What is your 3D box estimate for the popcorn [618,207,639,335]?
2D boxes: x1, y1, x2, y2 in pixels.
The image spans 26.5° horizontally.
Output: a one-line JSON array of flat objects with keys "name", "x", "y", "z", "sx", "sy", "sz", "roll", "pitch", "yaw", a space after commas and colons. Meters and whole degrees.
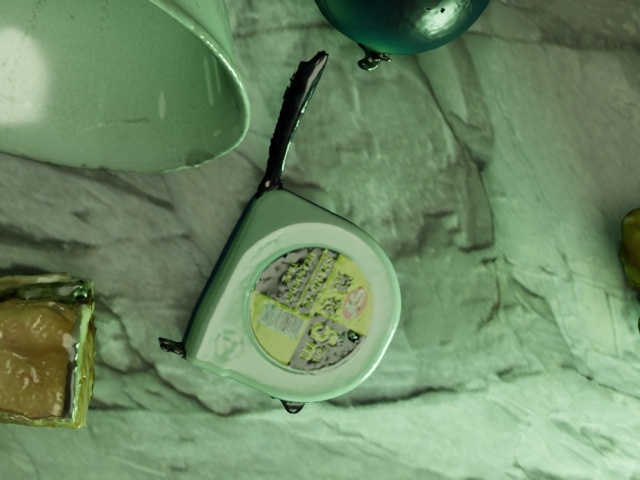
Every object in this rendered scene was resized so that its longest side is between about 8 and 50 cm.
[{"name": "popcorn", "x": 0.437, "y": 0.047, "z": 1.482, "sx": 0.251, "sy": 0.206, "sz": 0.237, "roll": 13, "pitch": 109, "yaw": -3}]

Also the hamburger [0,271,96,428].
[{"name": "hamburger", "x": -0.326, "y": 0.110, "z": 1.359, "sx": 0.207, "sy": 0.135, "sz": 0.155, "roll": 0, "pitch": 82, "yaw": 1}]

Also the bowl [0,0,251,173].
[{"name": "bowl", "x": -0.250, "y": -0.239, "z": 1.215, "sx": 0.434, "sy": 0.435, "sz": 0.196, "roll": 19, "pitch": 68, "yaw": -15}]

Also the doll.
[{"name": "doll", "x": 0.092, "y": -0.323, "z": 1.342, "sx": 0.198, "sy": 0.186, "sz": 0.322, "roll": 7, "pitch": 106, "yaw": -28}]

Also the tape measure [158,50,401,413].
[{"name": "tape measure", "x": 0.000, "y": 0.000, "z": 1.417, "sx": 0.215, "sy": 0.098, "sz": 0.351, "roll": 25, "pitch": 94, "yaw": -13}]
